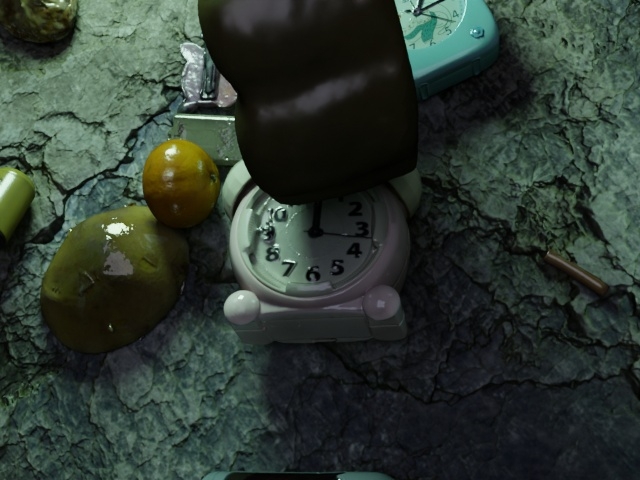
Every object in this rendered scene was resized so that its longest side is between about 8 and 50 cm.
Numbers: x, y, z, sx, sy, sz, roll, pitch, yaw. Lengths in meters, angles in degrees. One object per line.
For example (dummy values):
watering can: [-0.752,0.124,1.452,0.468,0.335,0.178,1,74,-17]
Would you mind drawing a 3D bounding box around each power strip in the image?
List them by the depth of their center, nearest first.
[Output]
power strip: [-0.146,-0.178,1.817,0.268,0.034,0.092,4,87,12]

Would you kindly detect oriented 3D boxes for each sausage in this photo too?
sausage: [0.420,0.053,1.651,0.116,0.026,0.026,34,82,18]

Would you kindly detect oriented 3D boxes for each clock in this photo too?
clock: [0.000,0.000,1.673,0.342,0.184,0.326,-1,69,5]
clock: [0.178,-0.398,1.801,0.223,0.094,0.274,-23,68,3]

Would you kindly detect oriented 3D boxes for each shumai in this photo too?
shumai: [-0.569,-0.489,1.946,0.161,0.153,0.209,-41,67,-10]

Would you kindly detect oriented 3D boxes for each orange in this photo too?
orange: [-0.240,-0.099,1.754,0.124,0.156,0.156,-4,73,11]

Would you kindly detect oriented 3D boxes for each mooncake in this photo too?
mooncake: [-0.024,-0.286,1.496,0.262,0.467,0.467,-18,71,2]

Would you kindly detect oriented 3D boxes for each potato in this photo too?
potato: [-0.371,0.061,1.761,0.299,0.116,0.239,-40,75,-1]

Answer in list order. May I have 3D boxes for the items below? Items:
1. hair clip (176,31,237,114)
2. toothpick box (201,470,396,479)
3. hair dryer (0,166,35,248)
hair clip: [-0.197,-0.323,1.875,0.146,0.056,0.187,-3,84,13]
toothpick box: [-0.002,0.472,1.507,0.354,0.263,0.263,-3,73,9]
hair dryer: [-0.671,-0.068,1.860,0.278,0.090,0.135,4,51,21]
